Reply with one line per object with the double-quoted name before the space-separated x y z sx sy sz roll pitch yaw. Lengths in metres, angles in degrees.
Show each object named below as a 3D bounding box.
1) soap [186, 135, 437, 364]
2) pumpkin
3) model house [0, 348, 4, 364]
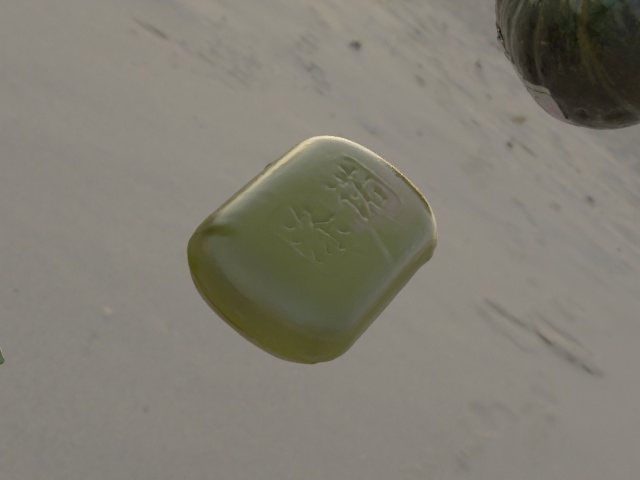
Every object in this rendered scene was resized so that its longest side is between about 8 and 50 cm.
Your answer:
"soap" 0.000 -0.001 0.533 0.089 0.045 0.140 40 45 5
"pumpkin" 0.276 -0.205 0.964 0.189 0.260 0.260 40 8 -33
"model house" -0.482 0.183 1.350 0.170 0.211 0.194 67 -24 1
